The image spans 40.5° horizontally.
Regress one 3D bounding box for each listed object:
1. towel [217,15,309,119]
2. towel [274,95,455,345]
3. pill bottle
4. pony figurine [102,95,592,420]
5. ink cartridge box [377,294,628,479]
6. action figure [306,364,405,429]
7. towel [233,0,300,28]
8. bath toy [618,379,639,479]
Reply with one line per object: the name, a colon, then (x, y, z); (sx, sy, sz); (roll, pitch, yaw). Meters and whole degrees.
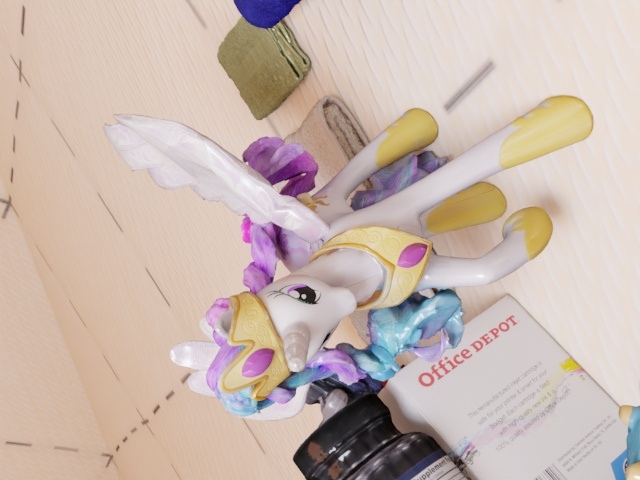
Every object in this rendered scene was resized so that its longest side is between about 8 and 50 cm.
towel: (-0.067, -0.207, 1.002); (0.110, 0.027, 0.148); (58, 150, 1)
towel: (0.038, -0.008, 0.994); (0.282, 0.049, 0.187); (59, 151, 2)
pill bottle: (0.078, 0.241, 0.722); (0.219, 0.122, 0.123); (49, 150, 20)
pony figurine: (0.000, 0.000, 0.731); (0.351, 0.363, 0.303); (8, 123, 56)
ink cartridge box: (0.179, 0.211, 0.840); (0.233, 0.171, 0.168); (49, 148, 22)
action figure: (0.013, 0.249, 0.981); (0.341, 0.330, 0.178); (36, 130, 1)
towel: (-0.023, -0.346, 0.766); (0.308, 0.076, 0.228); (-21, 91, 62)
bath toy: (0.295, 0.032, 0.543); (0.129, 0.151, 0.348); (10, 132, 8)
